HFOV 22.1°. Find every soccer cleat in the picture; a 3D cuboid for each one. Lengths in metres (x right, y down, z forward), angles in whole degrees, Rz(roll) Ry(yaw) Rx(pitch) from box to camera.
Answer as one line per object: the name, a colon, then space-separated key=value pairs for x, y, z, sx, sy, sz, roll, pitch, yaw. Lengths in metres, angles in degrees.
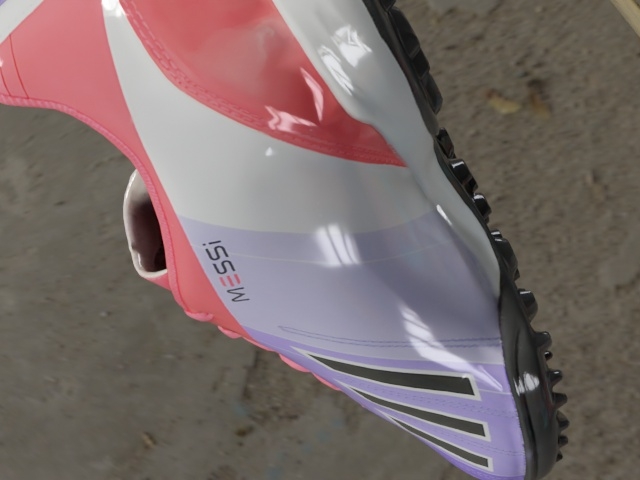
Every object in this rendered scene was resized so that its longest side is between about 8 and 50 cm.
soccer cleat: x=0.000 y=0.000 z=0.569 sx=0.116 sy=0.108 sz=0.318 roll=-27 pitch=139 yaw=4

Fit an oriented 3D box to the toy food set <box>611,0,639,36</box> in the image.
toy food set: x=0.197 y=-0.068 z=0.685 sx=0.038 sy=0.192 sz=0.132 roll=-45 pitch=126 yaw=3
